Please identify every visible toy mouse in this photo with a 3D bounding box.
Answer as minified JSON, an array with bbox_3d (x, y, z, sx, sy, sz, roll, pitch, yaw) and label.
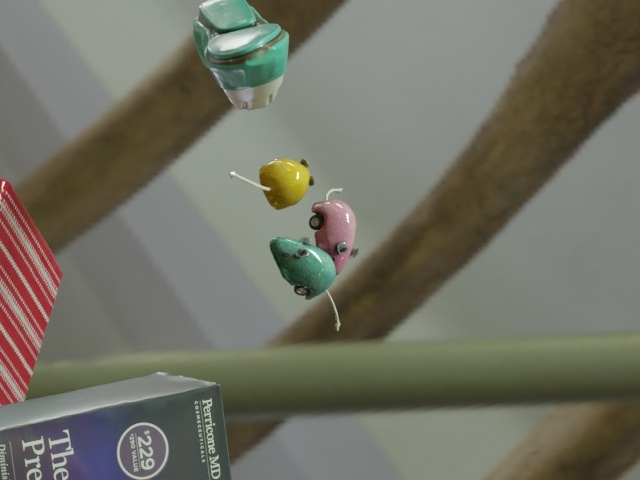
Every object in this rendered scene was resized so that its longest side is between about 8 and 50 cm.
[{"bbox_3d":[0.000,0.000,1.438,0.031,0.161,0.143,-20,-90,26],"label":"toy mouse"}]

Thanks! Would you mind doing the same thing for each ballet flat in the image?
[{"bbox_3d":[-0.071,-0.174,1.784,0.247,0.083,0.087,-120,-167,-69],"label":"ballet flat"}]

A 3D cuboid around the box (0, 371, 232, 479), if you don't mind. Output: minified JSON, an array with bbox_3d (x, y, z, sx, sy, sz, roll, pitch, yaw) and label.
[{"bbox_3d":[-0.154,0.239,1.291,0.103,0.184,0.261,2,-80,57],"label":"box"}]

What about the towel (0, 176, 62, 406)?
[{"bbox_3d":[-0.319,0.104,1.755,0.199,0.031,0.275,73,27,-60],"label":"towel"}]
